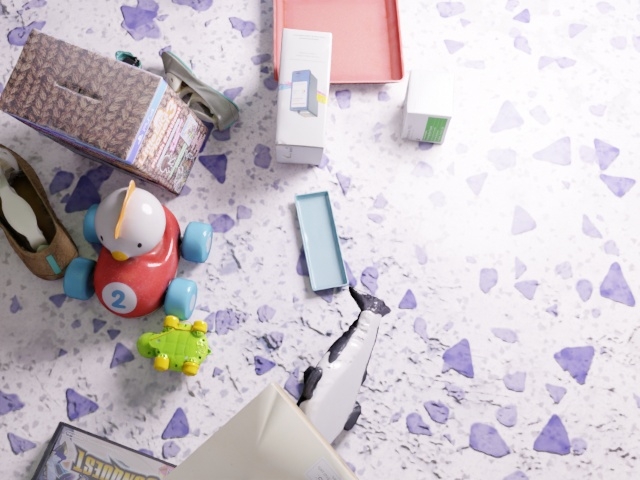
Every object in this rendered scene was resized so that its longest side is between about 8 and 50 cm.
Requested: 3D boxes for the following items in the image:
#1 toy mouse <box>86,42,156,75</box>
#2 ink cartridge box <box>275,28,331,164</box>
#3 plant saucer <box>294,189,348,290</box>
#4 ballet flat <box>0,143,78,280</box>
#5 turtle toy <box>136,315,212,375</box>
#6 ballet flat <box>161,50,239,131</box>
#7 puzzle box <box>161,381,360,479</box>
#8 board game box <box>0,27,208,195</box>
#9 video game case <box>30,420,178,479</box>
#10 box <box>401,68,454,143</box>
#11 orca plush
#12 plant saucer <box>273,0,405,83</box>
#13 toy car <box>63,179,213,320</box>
[{"bbox_3d":[-0.394,-0.320,1.459,0.143,0.031,0.161,-2,67,-2],"label":"toy mouse"},{"bbox_3d":[-0.033,-0.256,1.347,0.093,0.154,0.212,5,83,-1],"label":"ink cartridge box"},{"bbox_3d":[0.000,0.000,1.343,0.067,0.018,0.192,-9,68,-5],"label":"plant saucer"},{"bbox_3d":[-0.549,-0.077,1.303,0.116,0.124,0.342,-32,71,-14],"label":"ballet flat"},{"bbox_3d":[-0.245,0.179,1.234,0.130,0.066,0.095,9,67,3],"label":"turtle toy"},{"bbox_3d":[-0.250,-0.289,1.430,0.213,0.072,0.068,40,76,13],"label":"ballet flat"},{"bbox_3d":[-0.038,0.450,1.074,0.272,0.052,0.409,-41,80,-1],"label":"puzzle box"},{"bbox_3d":[-0.355,-0.207,1.260,0.232,0.291,0.141,22,85,7],"label":"board game box"},{"bbox_3d":[-0.333,0.445,1.136,0.275,0.035,0.248,19,68,6],"label":"video game case"},{"bbox_3d":[0.205,-0.256,1.410,0.087,0.101,0.102,7,67,2],"label":"box"},{"bbox_3d":[0.004,0.212,1.207,0.102,0.151,0.287,11,81,42],"label":"orca plush"},{"bbox_3d":[0.033,-0.418,1.504,0.259,0.048,0.258,-1,67,-3],"label":"plant saucer"},{"bbox_3d":[-0.314,0.003,1.214,0.219,0.238,0.210,11,67,4],"label":"toy car"}]
